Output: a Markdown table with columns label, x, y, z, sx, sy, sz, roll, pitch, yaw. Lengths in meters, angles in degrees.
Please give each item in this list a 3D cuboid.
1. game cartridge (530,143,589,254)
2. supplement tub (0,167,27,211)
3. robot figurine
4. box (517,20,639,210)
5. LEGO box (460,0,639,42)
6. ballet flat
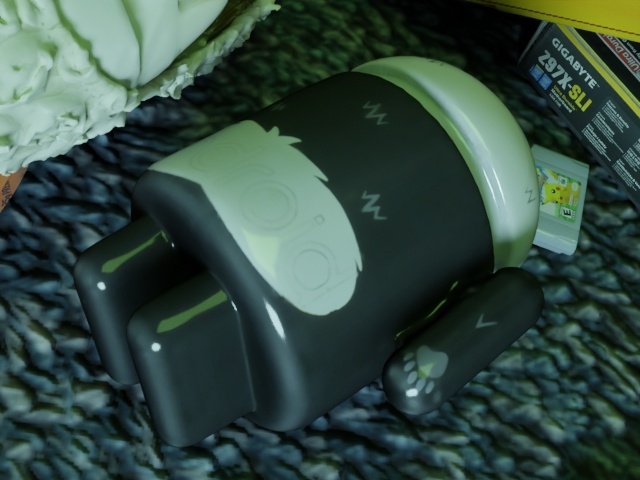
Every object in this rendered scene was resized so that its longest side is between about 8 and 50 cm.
| label | x | y | z | sx | sy | sz | roll | pitch | yaw |
| --- | --- | --- | --- | --- | --- | --- | --- | --- | --- |
| game cartridge | 0.172 | -0.033 | 0.692 | 0.056 | 0.017 | 0.083 | 18 | 60 | -1 |
| supplement tub | -0.325 | -0.113 | 0.496 | 0.316 | 0.193 | 0.193 | 36 | 60 | 6 |
| robot figurine | 0.001 | 0.003 | 0.541 | 0.278 | 0.173 | 0.209 | -31 | 87 | -26 |
| box | 0.358 | -0.092 | 0.738 | 0.257 | 0.079 | 0.322 | -28 | 74 | -27 |
| LEGO box | 0.223 | -0.377 | 0.535 | 0.372 | 0.500 | 0.193 | 21 | 51 | 25 |
| ballet flat | -0.100 | -0.143 | 0.488 | 0.147 | 0.147 | 0.409 | 27 | 21 | -1 |
